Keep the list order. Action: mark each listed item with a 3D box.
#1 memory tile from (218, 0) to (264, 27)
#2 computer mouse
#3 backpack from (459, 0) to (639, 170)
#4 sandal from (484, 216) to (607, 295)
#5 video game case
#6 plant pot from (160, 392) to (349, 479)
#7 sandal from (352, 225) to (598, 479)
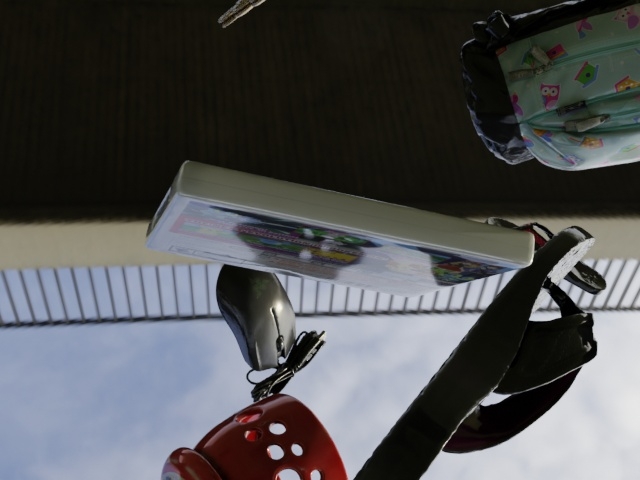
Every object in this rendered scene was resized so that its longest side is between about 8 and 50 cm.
[{"bbox_3d":[-0.059,-0.314,1.143,0.012,0.148,0.113,50,-123,-19],"label":"memory tile"},{"bbox_3d":[-0.087,0.144,1.641,0.072,0.272,0.188,7,-139,48],"label":"computer mouse"},{"bbox_3d":[0.201,-0.110,0.645,0.182,0.115,0.152,-10,-179,20],"label":"backpack"},{"bbox_3d":[0.301,0.009,1.229,0.179,0.040,0.067,29,-146,7],"label":"sandal"},{"bbox_3d":[0.000,0.000,0.580,0.201,0.183,0.023,12,-102,-14],"label":"video game case"},{"bbox_3d":[-0.083,0.299,1.115,0.174,0.191,0.191,-18,-129,-35],"label":"plant pot"},{"bbox_3d":[0.165,0.133,0.849,0.107,0.168,0.446,38,-137,12],"label":"sandal"}]
